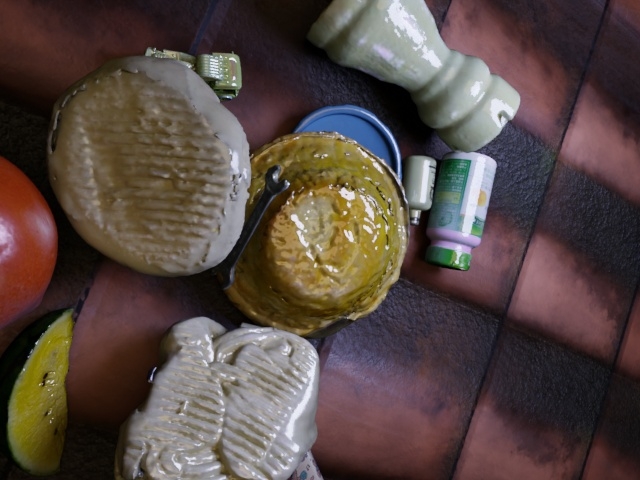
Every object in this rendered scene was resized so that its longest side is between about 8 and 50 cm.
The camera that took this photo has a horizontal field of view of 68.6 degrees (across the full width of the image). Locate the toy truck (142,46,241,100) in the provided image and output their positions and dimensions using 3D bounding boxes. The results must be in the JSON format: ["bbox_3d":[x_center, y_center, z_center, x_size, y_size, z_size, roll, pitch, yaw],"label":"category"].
[{"bbox_3d":[-0.242,-0.317,0.883,0.191,0.116,0.085,-5,95,-23],"label":"toy truck"}]

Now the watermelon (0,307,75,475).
[{"bbox_3d":[-0.497,0.271,0.813,0.129,0.123,0.301,2,94,-45],"label":"watermelon"}]

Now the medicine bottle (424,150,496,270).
[{"bbox_3d":[0.332,-0.067,1.136,0.133,0.133,0.274,15,87,-23],"label":"medicine bottle"}]

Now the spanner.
[{"bbox_3d":[-0.128,-0.021,0.841,0.015,0.054,0.254,0,126,-59],"label":"spanner"}]

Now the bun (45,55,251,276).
[{"bbox_3d":[-0.272,-0.123,0.806,0.359,0.211,0.360,2,104,6],"label":"bun"}]

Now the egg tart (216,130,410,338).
[{"bbox_3d":[0.000,0.000,0.944,0.443,0.178,0.443,-3,102,-15],"label":"egg tart"}]

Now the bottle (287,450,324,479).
[{"bbox_3d":[-0.067,0.457,0.994,0.097,0.110,0.209,-27,103,-25],"label":"bottle"}]

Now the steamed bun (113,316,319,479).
[{"bbox_3d":[-0.192,0.325,0.872,0.394,0.237,0.346,-21,62,-35],"label":"steamed bun"}]

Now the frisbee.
[{"bbox_3d":[0.043,-0.152,1.044,0.289,0.049,0.289,-3,102,-16],"label":"frisbee"}]

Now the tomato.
[{"bbox_3d":[-0.546,0.010,0.664,0.321,0.321,0.321,-1,93,-23],"label":"tomato"}]

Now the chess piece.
[{"bbox_3d":[0.208,-0.381,0.991,0.442,0.234,0.234,36,78,-14],"label":"chess piece"}]

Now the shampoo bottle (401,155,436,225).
[{"bbox_3d":[0.227,-0.116,1.116,0.079,0.079,0.162,7,89,-24],"label":"shampoo bottle"}]
